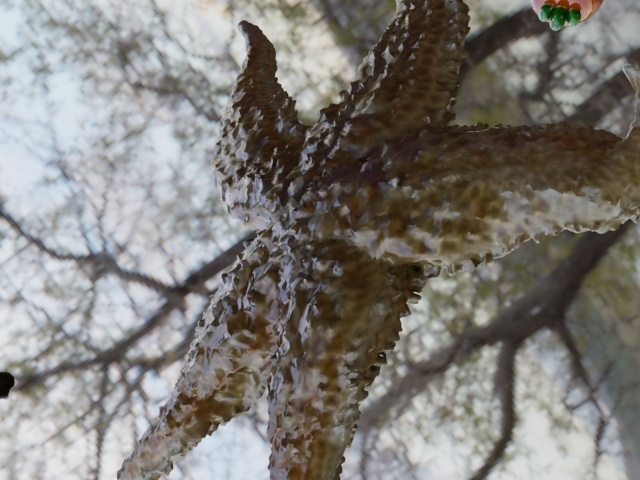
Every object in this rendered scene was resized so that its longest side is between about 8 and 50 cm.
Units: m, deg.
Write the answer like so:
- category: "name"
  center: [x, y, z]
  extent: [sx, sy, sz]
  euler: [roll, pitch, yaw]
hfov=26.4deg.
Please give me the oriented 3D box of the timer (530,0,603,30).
- category: "timer"
  center: [0.313, -0.317, 1.706]
  extent: [0.099, 0.136, 0.136]
  euler: [11, -168, 3]

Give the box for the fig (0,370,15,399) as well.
- category: "fig"
  center: [-0.402, 0.089, 1.163]
  extent: [0.190, 0.290, 0.191]
  euler: [176, 90, -68]

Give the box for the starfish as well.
- category: "starfish"
  center: [-0.003, -0.002, 0.577]
  extent: [0.060, 0.302, 0.299]
  euler: [33, 171, -39]
